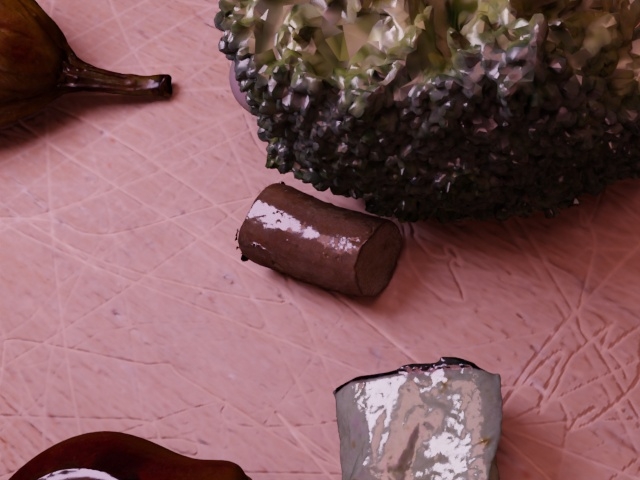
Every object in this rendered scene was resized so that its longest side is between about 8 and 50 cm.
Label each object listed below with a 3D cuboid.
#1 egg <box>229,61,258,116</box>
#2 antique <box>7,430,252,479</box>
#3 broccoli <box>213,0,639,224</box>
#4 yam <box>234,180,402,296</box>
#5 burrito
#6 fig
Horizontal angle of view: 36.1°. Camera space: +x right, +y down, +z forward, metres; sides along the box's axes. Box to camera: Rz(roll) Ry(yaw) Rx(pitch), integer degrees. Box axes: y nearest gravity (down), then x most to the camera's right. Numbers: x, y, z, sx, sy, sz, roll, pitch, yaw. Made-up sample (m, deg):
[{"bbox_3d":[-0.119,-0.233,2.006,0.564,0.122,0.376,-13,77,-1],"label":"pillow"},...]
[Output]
[{"bbox_3d":[-0.024,-0.170,0.954,0.135,0.103,0.103,-29,60,3],"label":"egg"},{"bbox_3d":[-0.178,0.263,0.769,0.278,0.129,0.223,-14,61,6],"label":"antique"},{"bbox_3d":[0.093,-0.147,0.800,0.339,0.277,0.317,-31,71,7],"label":"broccoli"},{"bbox_3d":[-0.002,0.000,0.879,0.127,0.084,0.084,19,71,26],"label":"yam"},{"bbox_3d":[0.080,0.208,0.748,0.144,0.089,0.228,-14,60,26],"label":"burrito"},{"bbox_3d":[-0.314,-0.212,1.023,0.291,0.190,0.190,-5,63,15],"label":"fig"}]
